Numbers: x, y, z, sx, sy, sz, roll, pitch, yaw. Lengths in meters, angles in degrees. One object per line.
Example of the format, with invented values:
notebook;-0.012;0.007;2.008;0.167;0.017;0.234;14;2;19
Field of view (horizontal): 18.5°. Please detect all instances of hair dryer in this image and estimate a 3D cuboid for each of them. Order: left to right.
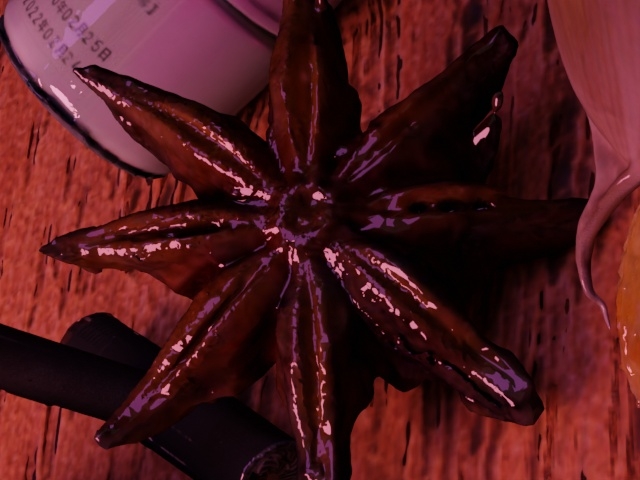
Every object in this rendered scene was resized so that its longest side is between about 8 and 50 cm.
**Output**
hair dryer;-0.120;0.068;0.928;0.173;0.195;0.050;25;95;46

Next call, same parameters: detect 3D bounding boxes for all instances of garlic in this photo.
garlic;0.142;-0.101;0.803;0.128;0.148;0.266;1;83;3

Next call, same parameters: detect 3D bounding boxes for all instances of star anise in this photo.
star anise;0.000;0.000;0.915;0.272;0.102;0.272;-3;73;8

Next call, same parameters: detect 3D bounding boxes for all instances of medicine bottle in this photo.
medicine bottle;-0.070;-0.132;1.048;0.168;0.135;0.135;-42;44;16

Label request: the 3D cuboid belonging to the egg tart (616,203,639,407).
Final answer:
egg tart;0.200;0.028;0.728;0.191;0.074;0.191;-9;72;31
